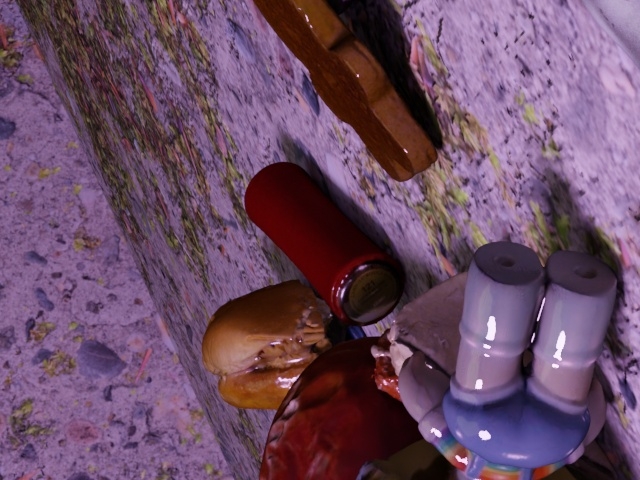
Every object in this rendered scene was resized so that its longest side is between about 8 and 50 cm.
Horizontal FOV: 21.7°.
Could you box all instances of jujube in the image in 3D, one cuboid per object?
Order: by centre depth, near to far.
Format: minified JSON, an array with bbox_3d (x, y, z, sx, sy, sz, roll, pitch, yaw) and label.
[{"bbox_3d":[0.050,0.239,1.424,0.223,0.223,0.318,107,176,-70],"label":"jujube"}]

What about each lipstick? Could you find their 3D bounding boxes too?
[{"bbox_3d":[0.000,0.000,1.653,0.241,0.080,0.080,48,158,55],"label":"lipstick"}]

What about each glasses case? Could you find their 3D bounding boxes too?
[{"bbox_3d":[0.041,0.129,1.832,0.083,0.023,0.033,80,164,-48],"label":"glasses case"}]

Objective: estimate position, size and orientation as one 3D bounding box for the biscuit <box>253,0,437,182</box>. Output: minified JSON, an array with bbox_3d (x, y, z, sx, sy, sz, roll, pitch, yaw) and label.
[{"bbox_3d":[0.012,-0.148,1.348,0.236,0.039,0.180,50,174,-4],"label":"biscuit"}]

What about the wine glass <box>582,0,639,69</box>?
[{"bbox_3d":[0.188,-0.080,0.814,0.155,0.072,0.072,63,166,15],"label":"wine glass"}]

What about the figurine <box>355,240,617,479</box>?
[{"bbox_3d":[0.106,0.187,1.170,0.205,0.224,0.382,-91,-6,-61],"label":"figurine"}]

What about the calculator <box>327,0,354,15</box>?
[{"bbox_3d":[-0.013,-0.275,1.332,0.194,0.043,0.294,65,170,2],"label":"calculator"}]

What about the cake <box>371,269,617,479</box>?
[{"bbox_3d":[0.125,0.131,1.312,0.220,0.116,0.086,61,160,24],"label":"cake"}]

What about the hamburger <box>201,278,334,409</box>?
[{"bbox_3d":[-0.057,0.121,1.884,0.283,0.156,0.144,144,116,-85],"label":"hamburger"}]
